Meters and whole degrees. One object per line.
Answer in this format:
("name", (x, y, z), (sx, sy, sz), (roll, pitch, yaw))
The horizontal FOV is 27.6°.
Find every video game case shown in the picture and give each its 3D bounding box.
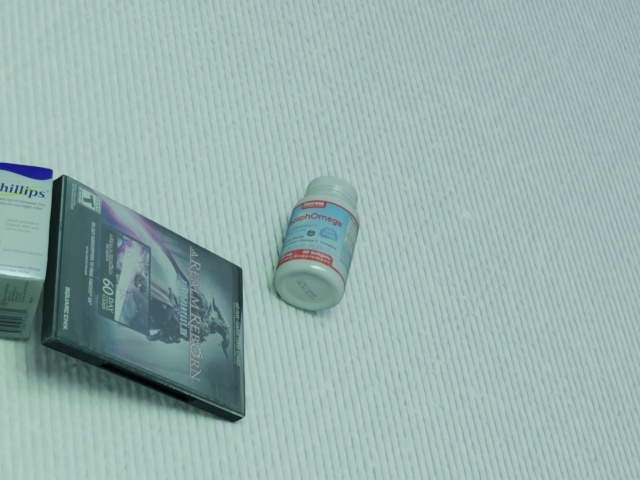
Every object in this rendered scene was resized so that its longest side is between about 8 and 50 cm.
("video game case", (-0.183, 0.067, 1.410), (0.274, 0.026, 0.196), (29, 46, -41))

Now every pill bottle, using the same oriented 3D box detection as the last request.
("pill bottle", (0.000, 0.000, 1.596), (0.087, 0.087, 0.160), (27, 49, -16))

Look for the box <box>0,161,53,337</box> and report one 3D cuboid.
("box", (-0.322, 0.010, 1.343), (0.072, 0.126, 0.137), (8, 55, -16))
